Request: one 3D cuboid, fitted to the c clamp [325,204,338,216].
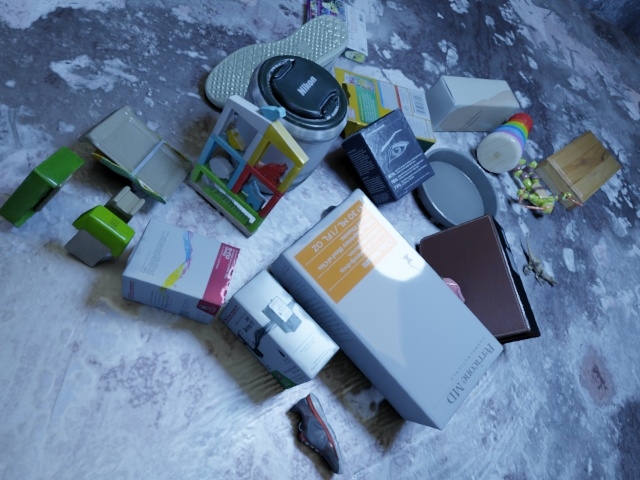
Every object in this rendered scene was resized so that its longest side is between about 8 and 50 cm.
[{"bbox_3d":[0.067,-0.026,1.053,0.161,0.022,0.137,12,52,-27],"label":"c clamp"}]

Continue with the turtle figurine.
[{"bbox_3d":[0.746,-0.171,1.417,0.270,0.087,0.217,-3,59,-17],"label":"turtle figurine"}]

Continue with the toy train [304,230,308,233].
[{"bbox_3d":[0.000,0.000,1.011,0.083,0.023,0.017,30,56,-9],"label":"toy train"}]

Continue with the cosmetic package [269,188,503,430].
[{"bbox_3d":[0.132,0.142,0.886,0.230,0.161,0.453,-43,90,-21],"label":"cosmetic package"}]

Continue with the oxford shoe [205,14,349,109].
[{"bbox_3d":[-0.110,-0.472,1.148,0.450,0.130,0.169,-37,90,-20],"label":"oxford shoe"}]

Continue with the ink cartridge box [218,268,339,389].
[{"bbox_3d":[-0.088,0.175,0.803,0.208,0.153,0.087,46,56,3],"label":"ink cartridge box"}]

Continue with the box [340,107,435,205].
[{"bbox_3d":[0.180,-0.220,1.110,0.153,0.108,0.207,-34,100,-22],"label":"box"}]

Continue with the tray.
[{"bbox_3d":[1.005,-0.282,1.605,0.411,0.076,0.202,-29,80,-34],"label":"tray"}]

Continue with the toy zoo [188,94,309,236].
[{"bbox_3d":[-0.150,-0.158,0.860,0.192,0.293,0.030,42,39,-1],"label":"toy zoo"}]

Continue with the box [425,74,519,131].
[{"bbox_3d":[0.503,-0.461,1.415,0.312,0.148,0.121,-9,70,-27],"label":"box"}]

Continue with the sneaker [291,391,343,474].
[{"bbox_3d":[-0.007,0.381,0.806,0.065,0.061,0.157,-25,75,-5],"label":"sneaker"}]

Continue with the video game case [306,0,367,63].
[{"bbox_3d":[0.055,-0.719,1.394,0.211,0.042,0.231,11,61,-21],"label":"video game case"}]

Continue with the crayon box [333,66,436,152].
[{"bbox_3d":[0.179,-0.386,1.258,0.323,0.083,0.202,7,63,-23],"label":"crayon box"}]

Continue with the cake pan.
[{"bbox_3d":[0.414,-0.147,1.266,0.294,0.054,0.292,11,61,-20],"label":"cake pan"}]

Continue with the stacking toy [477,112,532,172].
[{"bbox_3d":[0.670,-0.363,1.467,0.141,0.141,0.330,46,48,2],"label":"stacking toy"}]

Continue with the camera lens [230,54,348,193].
[{"bbox_3d":[-0.080,-0.259,0.953,0.220,0.274,0.219,11,61,-21],"label":"camera lens"}]

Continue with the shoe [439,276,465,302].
[{"bbox_3d":[0.270,0.105,1.000,0.081,0.063,0.178,-40,95,-8],"label":"shoe"}]

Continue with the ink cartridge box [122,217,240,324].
[{"bbox_3d":[-0.266,0.062,0.789,0.176,0.128,0.127,21,58,-15],"label":"ink cartridge box"}]

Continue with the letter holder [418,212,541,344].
[{"bbox_3d":[0.401,0.119,1.084,0.152,0.215,0.301,25,50,-51],"label":"letter holder"}]

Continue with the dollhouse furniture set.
[{"bbox_3d":[-0.427,-0.112,0.842,0.197,0.151,0.301,45,34,-24],"label":"dollhouse furniture set"}]

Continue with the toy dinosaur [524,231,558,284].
[{"bbox_3d":[0.665,0.070,1.287,0.093,0.053,0.183,-26,85,-49],"label":"toy dinosaur"}]
